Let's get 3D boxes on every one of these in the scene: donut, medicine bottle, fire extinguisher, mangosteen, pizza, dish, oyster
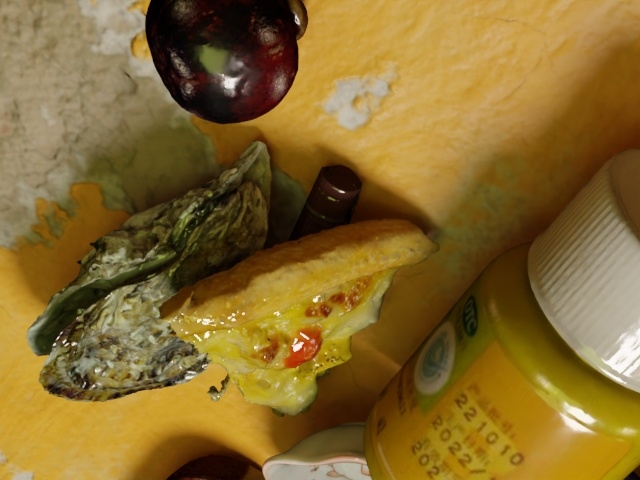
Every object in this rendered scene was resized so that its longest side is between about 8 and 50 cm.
[{"bbox_3d":[-0.116,0.316,1.810,0.166,0.073,0.184,23,124,3],"label":"donut"},{"bbox_3d":[0.221,0.112,1.482,0.224,0.224,0.384,34,126,-5],"label":"medicine bottle"},{"bbox_3d":[0.000,0.000,1.594,0.078,0.045,0.157,13,126,-17],"label":"fire extinguisher"},{"bbox_3d":[-0.079,-0.181,1.453,0.152,0.152,0.152,8,123,13],"label":"mangosteen"},{"bbox_3d":[-0.016,0.096,1.598,0.280,0.075,0.287,-23,147,-15],"label":"pizza"},{"bbox_3d":[0.055,0.237,1.677,0.229,0.081,0.229,13,153,7],"label":"dish"},{"bbox_3d":[-0.153,0.041,1.619,0.351,0.162,0.158,-49,65,26],"label":"oyster"}]

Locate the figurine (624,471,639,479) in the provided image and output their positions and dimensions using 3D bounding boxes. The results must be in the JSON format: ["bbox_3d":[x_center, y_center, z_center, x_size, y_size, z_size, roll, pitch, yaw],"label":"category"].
[{"bbox_3d":[0.340,0.303,1.626,0.236,0.133,0.176,-4,101,27],"label":"figurine"}]
